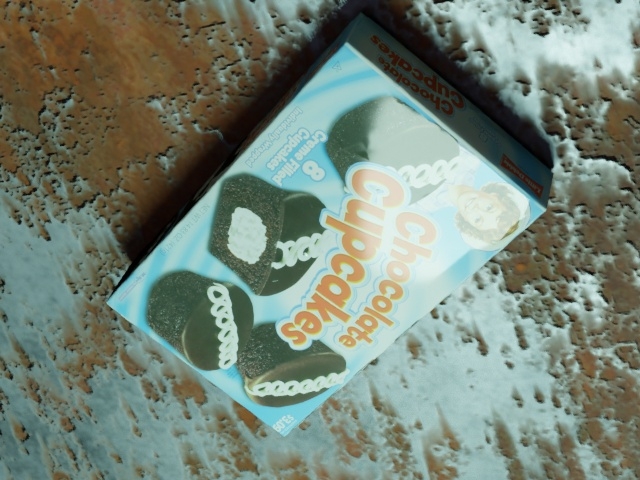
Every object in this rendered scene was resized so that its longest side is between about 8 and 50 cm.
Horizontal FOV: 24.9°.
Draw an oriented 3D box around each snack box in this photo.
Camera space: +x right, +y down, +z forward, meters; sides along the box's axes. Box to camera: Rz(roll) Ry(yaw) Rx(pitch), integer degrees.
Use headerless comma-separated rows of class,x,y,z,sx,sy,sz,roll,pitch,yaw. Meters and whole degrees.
snack box,0.000,0.000,1.102,0.187,0.060,0.322,38,125,-10
